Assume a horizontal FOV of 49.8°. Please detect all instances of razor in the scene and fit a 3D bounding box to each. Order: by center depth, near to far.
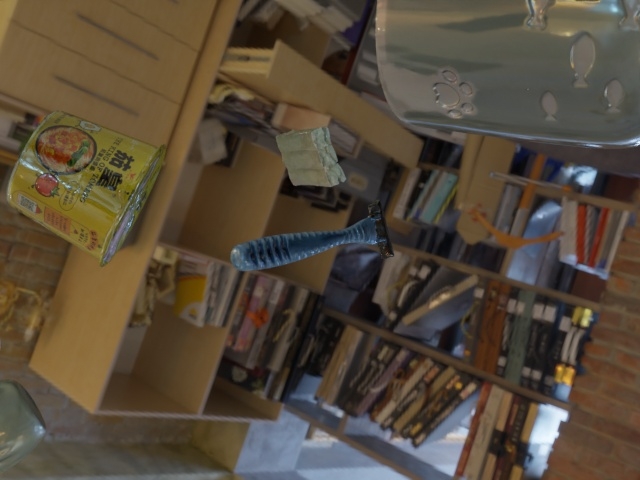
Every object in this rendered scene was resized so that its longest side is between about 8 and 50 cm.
[{"bbox_3d":[0.000,0.000,0.858,0.253,0.082,0.042,-11,177,-38],"label":"razor"}]

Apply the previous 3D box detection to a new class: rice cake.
[{"bbox_3d":[-0.027,-0.161,1.351,0.038,0.124,0.211,-24,-171,-21],"label":"rice cake"}]

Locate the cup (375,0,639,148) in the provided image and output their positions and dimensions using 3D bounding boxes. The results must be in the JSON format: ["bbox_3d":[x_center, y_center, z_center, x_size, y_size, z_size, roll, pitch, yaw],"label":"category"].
[{"bbox_3d":[0.239,-0.273,0.694,0.275,0.356,0.259,15,-152,30],"label":"cup"}]

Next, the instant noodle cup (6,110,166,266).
[{"bbox_3d":[-0.539,-0.134,1.587,0.254,0.325,0.325,28,177,-9],"label":"instant noodle cup"}]

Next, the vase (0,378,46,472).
[{"bbox_3d":[-0.537,0.310,1.006,0.128,0.248,0.128,48,158,27],"label":"vase"}]
